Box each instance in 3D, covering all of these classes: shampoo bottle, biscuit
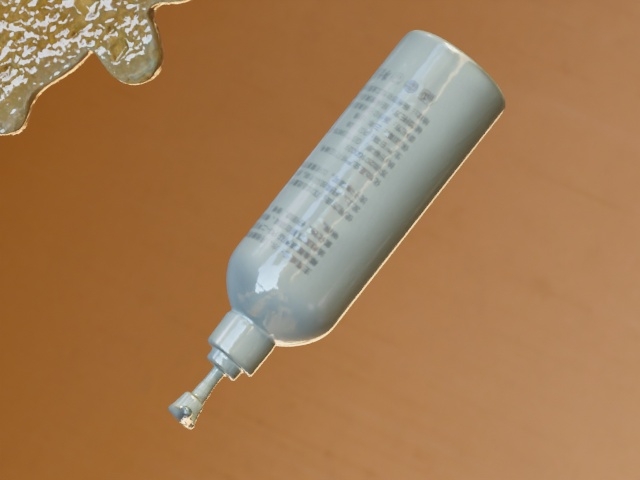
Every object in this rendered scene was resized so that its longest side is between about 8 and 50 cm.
[{"bbox_3d":[0.000,0.000,0.796,0.195,0.056,0.056,-51,-10,-9],"label":"shampoo bottle"},{"bbox_3d":[-0.167,-0.172,1.307,0.234,0.153,0.030,-29,4,15],"label":"biscuit"}]
